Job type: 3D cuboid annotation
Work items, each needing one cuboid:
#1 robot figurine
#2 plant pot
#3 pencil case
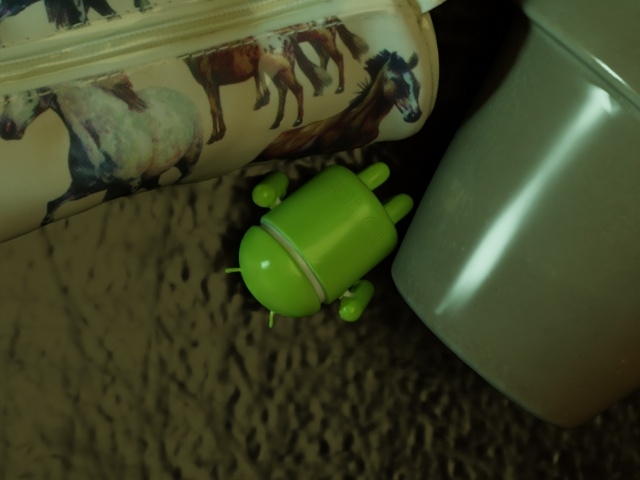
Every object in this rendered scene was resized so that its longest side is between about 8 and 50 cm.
[{"bbox_3d":[0.000,0.000,1.050,0.115,0.067,0.101,-39,97,-12],"label":"robot figurine"},{"bbox_3d":[0.165,-0.022,1.025,0.263,0.263,0.229,38,100,-14],"label":"plant pot"},{"bbox_3d":[-0.137,-0.086,0.949,0.410,0.183,0.160,-17,96,-16],"label":"pencil case"}]
